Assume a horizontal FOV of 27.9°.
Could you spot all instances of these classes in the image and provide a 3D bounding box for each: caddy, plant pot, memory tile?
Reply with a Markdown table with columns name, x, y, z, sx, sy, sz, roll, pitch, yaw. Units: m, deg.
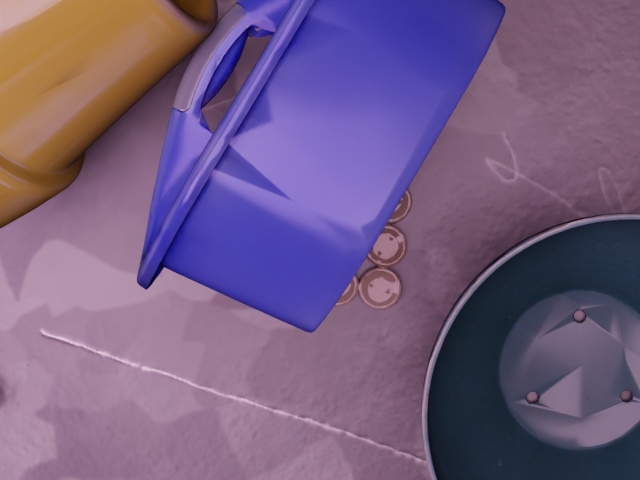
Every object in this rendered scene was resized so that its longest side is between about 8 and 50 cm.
| name | x | y | z | sx | sy | sz | roll | pitch | yaw |
| --- | --- | --- | --- | --- | --- | --- | --- | --- | --- |
| caddy | -0.016 | -0.095 | 0.959 | 0.179 | 0.241 | 0.341 | 31 | 87 | -3 |
| plant pot | -0.215 | -0.164 | 0.936 | 0.239 | 0.254 | 0.254 | -27 | 94 | 16 |
| memory tile | 0.000 | 0.000 | 1.087 | 0.148 | 0.012 | 0.113 | 5 | 95 | 0 |
| plant pot | 0.219 | 0.117 | 1.000 | 0.290 | 0.195 | 0.290 | 0 | 95 | 1 |
